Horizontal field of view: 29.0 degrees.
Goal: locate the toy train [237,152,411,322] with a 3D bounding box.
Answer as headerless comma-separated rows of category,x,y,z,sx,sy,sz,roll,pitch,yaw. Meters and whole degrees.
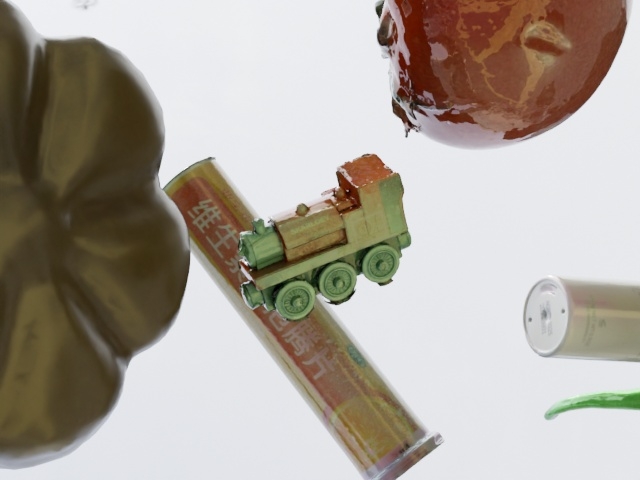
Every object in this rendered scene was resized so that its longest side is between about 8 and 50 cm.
toy train,0.000,0.000,1.190,0.175,0.074,0.118,-20,-62,-13

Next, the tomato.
tomato,0.185,-0.264,1.255,0.272,0.341,0.342,-11,-81,5

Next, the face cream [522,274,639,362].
face cream,0.409,0.098,1.480,0.345,0.102,0.102,6,-94,-26

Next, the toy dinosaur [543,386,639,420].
toy dinosaur,0.583,0.209,1.562,0.374,0.499,0.144,29,-123,-41

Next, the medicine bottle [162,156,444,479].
medicine bottle,-0.034,0.095,1.424,0.108,0.108,0.426,-32,-103,-34

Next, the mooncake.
mooncake,-0.345,0.000,1.215,0.467,0.262,0.467,9,-102,-45
